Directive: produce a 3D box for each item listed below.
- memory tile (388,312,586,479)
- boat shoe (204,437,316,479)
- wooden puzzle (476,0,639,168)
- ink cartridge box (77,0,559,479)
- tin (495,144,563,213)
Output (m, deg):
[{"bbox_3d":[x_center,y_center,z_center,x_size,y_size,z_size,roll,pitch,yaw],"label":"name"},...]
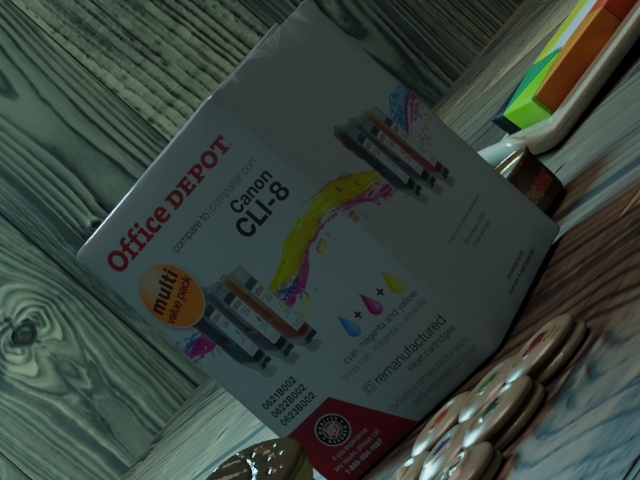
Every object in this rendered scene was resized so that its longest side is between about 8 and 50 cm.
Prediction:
[{"bbox_3d":[0.041,0.093,0.734,0.148,0.012,0.113,-51,4,-40],"label":"memory tile"},{"bbox_3d":[-0.044,0.154,0.744,0.064,0.060,0.178,-15,28,45],"label":"boat shoe"},{"bbox_3d":[0.191,-0.144,1.350,0.239,0.044,0.221,-48,2,-5],"label":"wooden puzzle"},{"bbox_3d":[0.000,0.000,0.943,0.128,0.176,0.127,-47,3,34],"label":"ink cartridge box"},{"bbox_3d":[0.068,0.019,1.104,0.190,0.040,0.106,-46,8,41],"label":"tin"}]
